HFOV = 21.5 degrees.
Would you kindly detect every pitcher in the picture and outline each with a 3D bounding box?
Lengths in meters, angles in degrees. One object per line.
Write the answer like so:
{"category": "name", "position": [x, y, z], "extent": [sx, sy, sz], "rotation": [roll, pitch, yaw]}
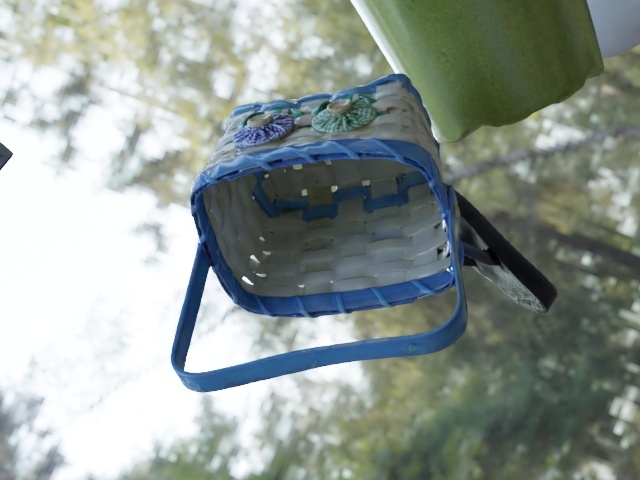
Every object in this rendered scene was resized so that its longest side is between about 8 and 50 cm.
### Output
{"category": "pitcher", "position": [0.349, -0.298, 1.957], "extent": [0.177, 0.207, 0.125], "rotation": [20, -125, -50]}

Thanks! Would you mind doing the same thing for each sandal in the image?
{"category": "sandal", "position": [0.157, 0.004, 1.844], "extent": [0.054, 0.254, 0.097], "rotation": [-54, 15, -13]}

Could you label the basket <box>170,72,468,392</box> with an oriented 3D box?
{"category": "basket", "position": [0.000, 0.000, 1.475], "extent": [0.201, 0.254, 0.289], "rotation": [65, -161, -46]}

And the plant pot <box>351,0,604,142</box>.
{"category": "plant pot", "position": [0.146, -0.243, 1.623], "extent": [0.254, 0.276, 0.276], "rotation": [65, -156, -9]}

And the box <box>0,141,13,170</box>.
{"category": "box", "position": [-0.362, -0.042, 1.563], "extent": [0.126, 0.072, 0.137], "rotation": [-54, 11, -24]}
